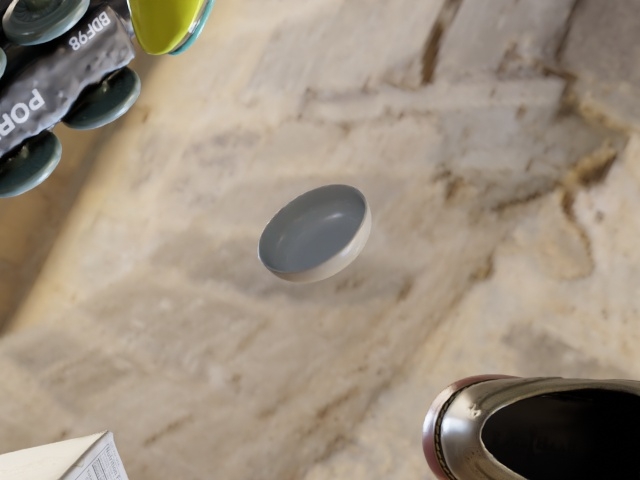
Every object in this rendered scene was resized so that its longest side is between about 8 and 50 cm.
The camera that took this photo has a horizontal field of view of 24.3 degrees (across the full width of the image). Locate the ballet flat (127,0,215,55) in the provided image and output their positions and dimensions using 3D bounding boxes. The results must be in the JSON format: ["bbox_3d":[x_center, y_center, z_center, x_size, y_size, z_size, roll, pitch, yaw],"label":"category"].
[{"bbox_3d":[-0.082,-0.216,0.814,0.077,0.231,0.077,27,160,-38],"label":"ballet flat"}]

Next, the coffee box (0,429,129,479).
[{"bbox_3d":[-0.371,0.445,1.583,0.337,0.338,0.334,-14,-166,21],"label":"coffee box"}]

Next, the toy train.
[{"bbox_3d":[-0.300,-0.114,1.233,0.190,0.334,0.142,29,156,44],"label":"toy train"}]

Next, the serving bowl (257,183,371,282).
[{"bbox_3d":[0.000,0.000,1.012,0.083,0.083,0.027,23,153,51],"label":"serving bowl"}]

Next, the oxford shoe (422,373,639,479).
[{"bbox_3d":[0.252,0.155,1.040,0.348,0.123,0.130,1,174,-7],"label":"oxford shoe"}]
